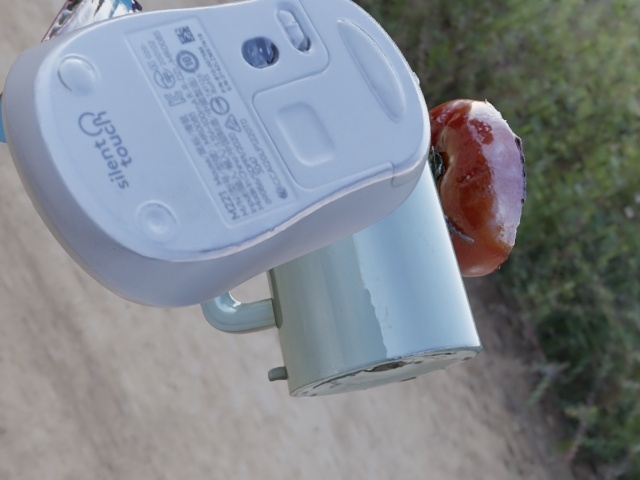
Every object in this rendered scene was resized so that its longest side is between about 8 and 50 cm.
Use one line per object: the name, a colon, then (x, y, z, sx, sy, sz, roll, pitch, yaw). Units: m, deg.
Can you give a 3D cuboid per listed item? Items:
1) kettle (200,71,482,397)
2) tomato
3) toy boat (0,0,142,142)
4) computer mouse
kettle: (0.013, -0.002, 1.640, 0.205, 0.265, 0.318, -4, 76, -44)
tomato: (0.155, -0.066, 1.918, 0.101, 0.228, 0.228, 7, 51, -26)
toy boat: (-0.259, -0.203, 1.604, 0.079, 0.136, 0.392, 40, 26, -12)
computer mouse: (-0.067, -0.061, 0.962, 0.297, 0.121, 0.184, -27, 85, -38)
